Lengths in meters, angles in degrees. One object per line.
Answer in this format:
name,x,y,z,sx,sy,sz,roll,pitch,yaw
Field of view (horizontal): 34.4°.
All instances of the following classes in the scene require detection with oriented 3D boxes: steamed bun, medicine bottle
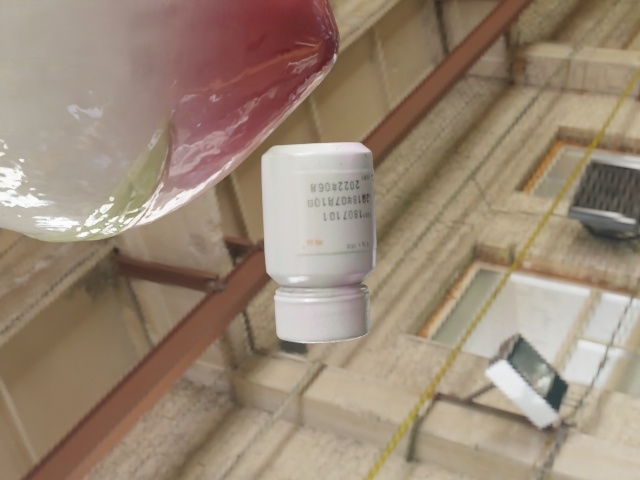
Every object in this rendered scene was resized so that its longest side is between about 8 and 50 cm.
steamed bun,-0.130,-0.142,0.687,0.309,0.309,0.309,-30,-54,-54
medicine bottle,0.000,0.000,0.479,0.052,0.052,0.089,-9,-82,-60
